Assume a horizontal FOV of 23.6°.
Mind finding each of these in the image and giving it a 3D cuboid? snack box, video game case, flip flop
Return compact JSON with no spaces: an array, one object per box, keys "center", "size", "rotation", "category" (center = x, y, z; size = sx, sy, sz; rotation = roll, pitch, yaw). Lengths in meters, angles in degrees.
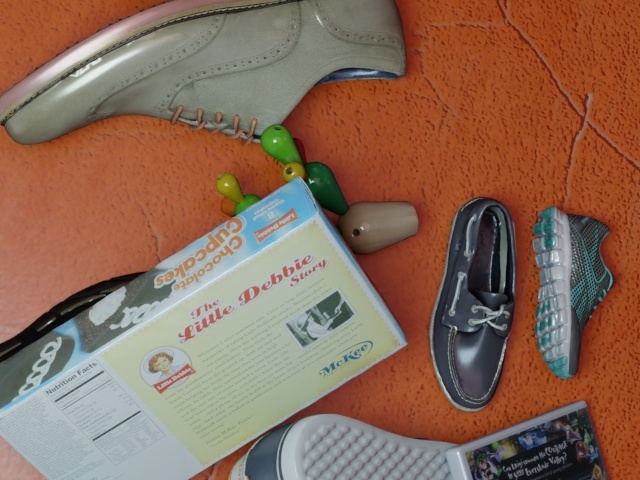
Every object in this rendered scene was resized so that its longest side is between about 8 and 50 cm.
[{"center":[-0.104,0.102,1.304],"size":[0.322,0.060,0.187],"rotation":[-32,132,3],"category":"snack box"},{"center":[0.206,0.252,1.418],"size":[0.190,0.022,0.173],"rotation":[-12,85,-42],"category":"video game case"},{"center":[-0.221,0.108,1.358],"size":[0.277,0.112,0.080],"rotation":[-32,107,-12],"category":"flip flop"}]

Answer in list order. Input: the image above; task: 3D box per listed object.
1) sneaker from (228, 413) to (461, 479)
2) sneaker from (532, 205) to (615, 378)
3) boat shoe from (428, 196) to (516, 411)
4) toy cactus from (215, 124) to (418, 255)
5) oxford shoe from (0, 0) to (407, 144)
[{"center":[0.062,0.239,1.392],"size":[0.321,0.127,0.126],"rotation":[28,58,-31],"category":"sneaker"},{"center":[0.250,0.050,1.478],"size":[0.076,0.065,0.166],"rotation":[3,84,-15],"category":"sneaker"},{"center":[0.149,0.059,1.453],"size":[0.075,0.065,0.206],"rotation":[7,82,-11],"category":"boat shoe"},{"center":[0.000,0.000,1.419],"size":[0.180,0.112,0.219],"rotation":[-11,87,-22],"category":"toy cactus"},{"center":[-0.100,-0.149,1.396],"size":[0.397,0.140,0.146],"rotation":[-21,94,-11],"category":"oxford shoe"}]
